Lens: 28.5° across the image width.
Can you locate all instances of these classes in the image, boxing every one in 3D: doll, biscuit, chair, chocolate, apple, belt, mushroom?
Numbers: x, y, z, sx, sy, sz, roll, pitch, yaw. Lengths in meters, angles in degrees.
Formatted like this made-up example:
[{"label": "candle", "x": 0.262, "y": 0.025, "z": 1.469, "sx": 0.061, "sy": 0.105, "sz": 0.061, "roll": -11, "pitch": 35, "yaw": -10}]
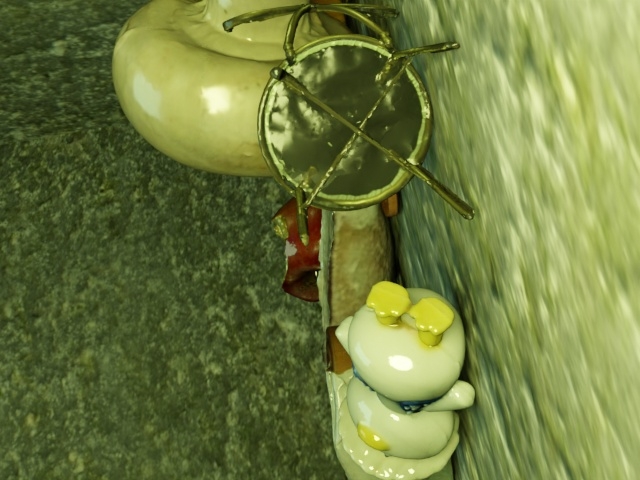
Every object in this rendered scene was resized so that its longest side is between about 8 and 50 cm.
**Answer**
[{"label": "doll", "x": 0.074, "y": 0.131, "z": 1.143, "sx": 0.119, "sy": 0.138, "sz": 0.293, "roll": -56, "pitch": -17, "yaw": -26}, {"label": "biscuit", "x": 0.076, "y": -0.066, "z": 1.416, "sx": 0.091, "sy": 0.015, "sz": 0.078, "roll": 169, "pitch": 93, "yaw": -87}, {"label": "chair", "x": 0.020, "y": -0.108, "z": 1.032, "sx": 0.325, "sy": 0.160, "sz": 0.170, "roll": -128, "pitch": 28, "yaw": -75}, {"label": "chocolate", "x": 0.044, "y": 0.038, "z": 1.555, "sx": 0.185, "sy": 0.100, "sz": 0.303, "roll": -93, "pitch": 0, "yaw": -66}, {"label": "apple", "x": 0.005, "y": -0.005, "z": 1.830, "sx": 0.156, "sy": 0.147, "sz": 0.158, "roll": 38, "pitch": -140, "yaw": -41}, {"label": "belt", "x": 0.073, "y": 0.216, "z": 1.415, "sx": 0.338, "sy": 0.122, "sz": 0.217, "roll": 83, "pitch": 177, "yaw": -52}, {"label": "mushroom", "x": -0.062, "y": -0.218, "z": 1.289, "sx": 0.292, "sy": 0.293, "sz": 0.290, "roll": -105, "pitch": 23, "yaw": -59}]

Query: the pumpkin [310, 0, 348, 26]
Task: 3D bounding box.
[{"label": "pumpkin", "x": -0.015, "y": -0.304, "z": 1.541, "sx": 0.290, "sy": 0.095, "sz": 0.258, "roll": -102, "pitch": -6, "yaw": -53}]
